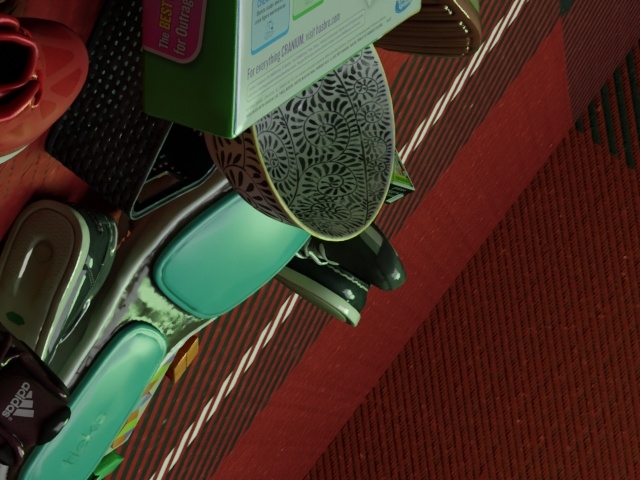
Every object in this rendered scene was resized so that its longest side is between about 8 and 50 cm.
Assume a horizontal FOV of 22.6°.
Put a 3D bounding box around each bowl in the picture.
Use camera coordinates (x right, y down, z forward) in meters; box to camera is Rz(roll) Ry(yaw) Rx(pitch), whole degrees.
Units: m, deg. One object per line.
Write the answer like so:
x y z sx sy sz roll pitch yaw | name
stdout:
-0.027 -0.080 1.094 0.080 0.170 0.170 -8 -162 36 | bowl

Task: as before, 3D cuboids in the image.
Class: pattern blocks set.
-0.210 0.170 1.691 0.285 0.026 0.325 -40 162 -44 | pattern blocks set

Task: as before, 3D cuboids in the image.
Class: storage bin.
-0.106 -0.118 1.148 0.122 0.084 0.180 -33 156 -55 | storage bin

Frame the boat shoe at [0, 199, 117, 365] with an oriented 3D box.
-0.230 0.074 1.232 0.233 0.084 0.079 -58 166 12 | boat shoe

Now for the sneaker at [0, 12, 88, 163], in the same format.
-0.173 -0.083 0.881 0.128 0.087 0.221 -12 -164 35 | sneaker

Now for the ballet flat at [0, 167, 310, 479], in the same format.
-0.149 0.035 1.311 0.400 0.139 0.139 -49 167 -4 | ballet flat

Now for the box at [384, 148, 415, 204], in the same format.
0.039 -0.099 1.643 0.036 0.114 0.207 -26 173 12 | box

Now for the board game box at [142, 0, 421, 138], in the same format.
-0.009 -0.249 0.915 0.242 0.064 0.317 -40 140 -51 | board game box

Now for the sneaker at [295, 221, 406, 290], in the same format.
-0.034 0.005 1.449 0.132 0.228 0.086 -42 144 -10 | sneaker

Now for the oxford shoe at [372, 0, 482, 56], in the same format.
0.072 -0.244 1.303 0.348 0.123 0.130 48 48 -72 | oxford shoe

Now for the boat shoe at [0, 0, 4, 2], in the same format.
-0.193 -0.148 0.837 0.060 0.064 0.178 -24 -175 36 | boat shoe

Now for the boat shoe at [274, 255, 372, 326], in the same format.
0.003 0.002 1.629 0.113 0.127 0.340 -54 -175 0 | boat shoe

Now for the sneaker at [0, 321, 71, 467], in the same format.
-0.226 0.058 1.016 0.106 0.162 0.281 -49 167 -16 | sneaker
